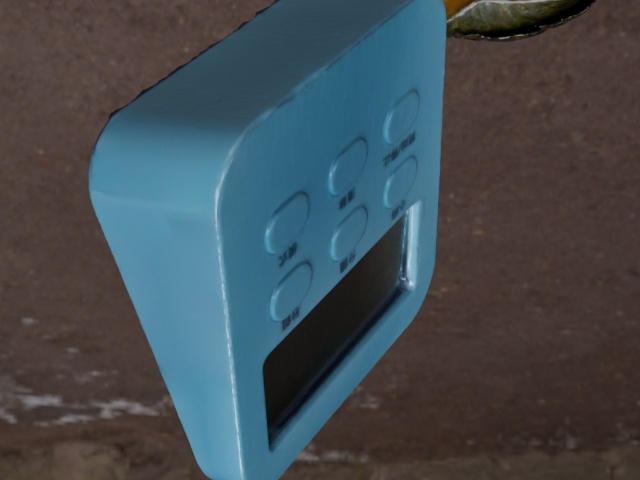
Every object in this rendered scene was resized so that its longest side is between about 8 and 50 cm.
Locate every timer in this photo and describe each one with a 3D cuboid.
[{"bbox_3d":[0.000,0.000,0.633,0.091,0.232,0.250,11,130,33],"label":"timer"}]

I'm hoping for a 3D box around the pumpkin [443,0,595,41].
[{"bbox_3d":[0.127,-0.319,0.954,0.320,0.192,0.320,2,144,1],"label":"pumpkin"}]
